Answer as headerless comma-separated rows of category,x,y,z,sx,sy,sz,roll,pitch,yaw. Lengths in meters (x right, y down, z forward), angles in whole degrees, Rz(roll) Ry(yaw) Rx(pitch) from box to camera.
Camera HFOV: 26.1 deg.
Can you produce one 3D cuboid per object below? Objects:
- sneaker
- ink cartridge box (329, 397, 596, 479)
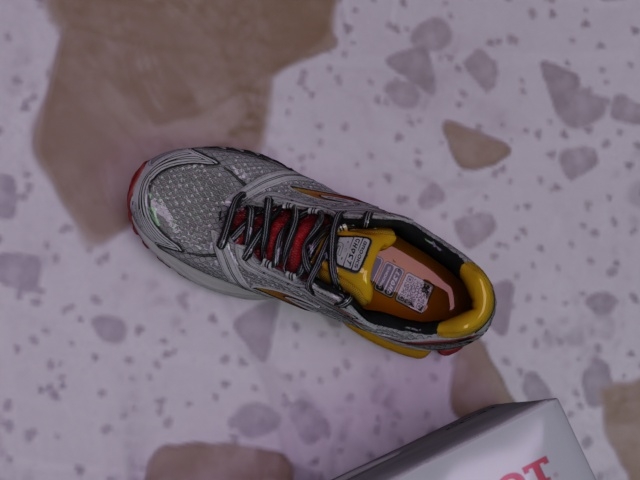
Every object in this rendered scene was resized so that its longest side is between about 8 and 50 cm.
sneaker,0.000,0.000,0.789,0.225,0.093,0.088,19,81,-7
ink cartridge box,0.083,0.269,0.750,0.226,0.131,0.306,-24,86,-13
